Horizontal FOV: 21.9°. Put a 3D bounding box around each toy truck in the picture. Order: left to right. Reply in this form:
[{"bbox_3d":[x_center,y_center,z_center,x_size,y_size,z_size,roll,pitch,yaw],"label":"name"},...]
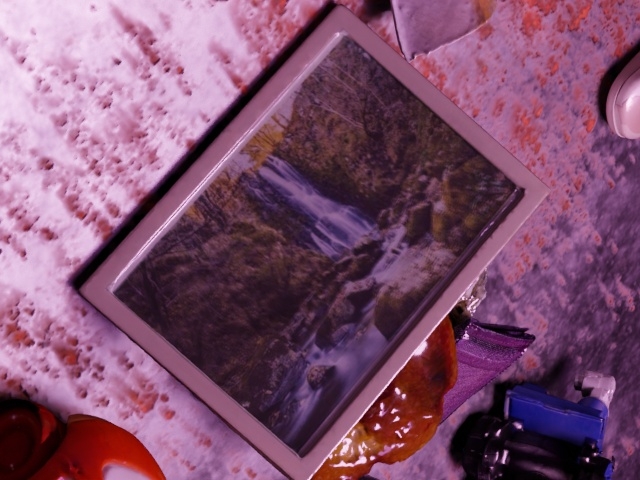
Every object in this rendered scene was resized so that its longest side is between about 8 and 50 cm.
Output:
[{"bbox_3d":[-0.195,0.277,1.254,0.265,0.239,0.189,-51,141,-10],"label":"toy truck"},{"bbox_3d":[0.248,0.253,1.798,0.177,0.161,0.213,-45,146,-53],"label":"toy truck"}]

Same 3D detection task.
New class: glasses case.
[{"bbox_3d":[0.368,-0.181,1.697,0.204,0.051,0.081,-41,136,-20],"label":"glasses case"}]

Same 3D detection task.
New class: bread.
[{"bbox_3d":[0.011,0.103,1.438,0.232,0.135,0.246,-26,130,-13],"label":"bread"}]

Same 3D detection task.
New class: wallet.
[{"bbox_3d":[0.122,0.135,1.609,0.166,0.030,0.111,-44,148,26],"label":"wallet"}]

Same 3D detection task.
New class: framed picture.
[{"bbox_3d":[0.000,0.000,1.322,0.324,0.240,0.020,-47,-178,-12],"label":"framed picture"}]

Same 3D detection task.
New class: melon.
[{"bbox_3d":[0.116,-0.251,1.361,0.139,0.093,0.202,51,60,-32],"label":"melon"}]

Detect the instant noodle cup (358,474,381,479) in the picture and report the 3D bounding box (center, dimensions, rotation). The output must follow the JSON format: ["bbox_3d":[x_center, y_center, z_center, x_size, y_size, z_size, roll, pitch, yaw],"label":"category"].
[{"bbox_3d":[-0.004,0.290,1.567,0.136,0.127,0.127,-2,115,-37],"label":"instant noodle cup"}]

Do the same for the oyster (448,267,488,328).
[{"bbox_3d":[0.097,0.030,1.547,0.125,0.064,0.177,6,120,-34],"label":"oyster"}]
